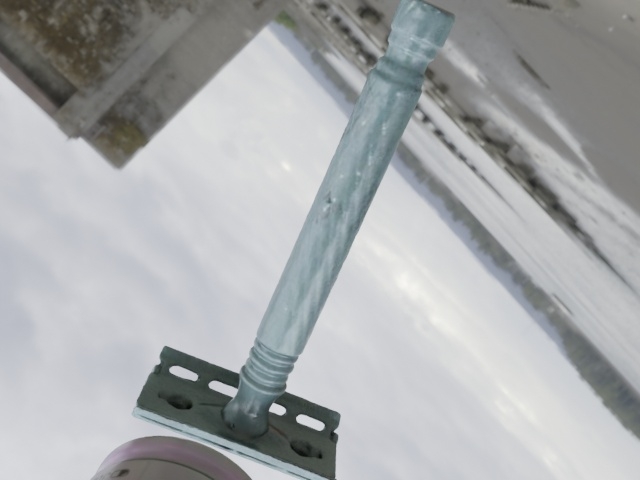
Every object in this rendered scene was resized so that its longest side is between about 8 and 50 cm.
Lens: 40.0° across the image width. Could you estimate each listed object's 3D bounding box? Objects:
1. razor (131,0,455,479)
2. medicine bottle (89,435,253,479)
[{"bbox_3d":[0.000,0.000,0.406,0.106,0.232,0.068,21,-162,-6],"label":"razor"},{"bbox_3d":[-0.180,0.352,0.803,0.202,0.202,0.316,46,-152,-10],"label":"medicine bottle"}]
